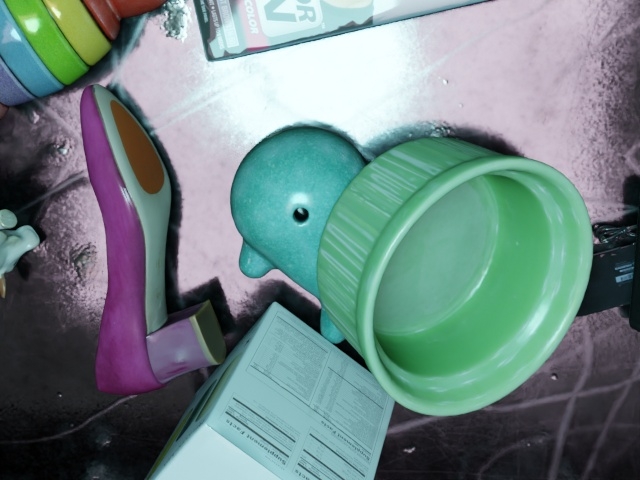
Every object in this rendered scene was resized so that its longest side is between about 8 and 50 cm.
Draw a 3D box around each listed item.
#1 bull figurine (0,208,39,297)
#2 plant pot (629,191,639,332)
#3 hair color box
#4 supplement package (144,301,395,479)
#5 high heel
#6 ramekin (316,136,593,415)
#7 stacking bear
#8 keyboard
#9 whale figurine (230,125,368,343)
[{"bbox_3d":[-0.456,-0.019,1.098,0.310,0.101,0.188,10,145,-37],"label":"bull figurine"},{"bbox_3d":[0.485,0.038,1.106,0.187,0.167,0.188,-2,104,-7],"label":"plant pot"},{"bbox_3d":[0.037,-0.333,1.092,0.374,0.113,0.185,-12,101,4],"label":"hair color box"},{"bbox_3d":[-0.064,0.250,1.115,0.198,0.263,0.199,37,117,-5],"label":"supplement package"},{"bbox_3d":[-0.262,0.009,1.175,0.181,0.127,0.377,-18,93,17],"label":"high heel"},{"bbox_3d":[0.143,0.030,1.087,0.303,0.148,0.304,-13,118,-26],"label":"ramekin"},{"bbox_3d":[-0.300,-0.269,1.101,0.289,0.175,0.164,-30,97,0],"label":"stacking bear"},{"bbox_3d":[0.384,0.025,1.199,0.180,0.023,0.108,-16,107,4],"label":"keyboard"},{"bbox_3d":[0.000,0.000,1.147,0.216,0.141,0.272,-22,102,6],"label":"whale figurine"}]
